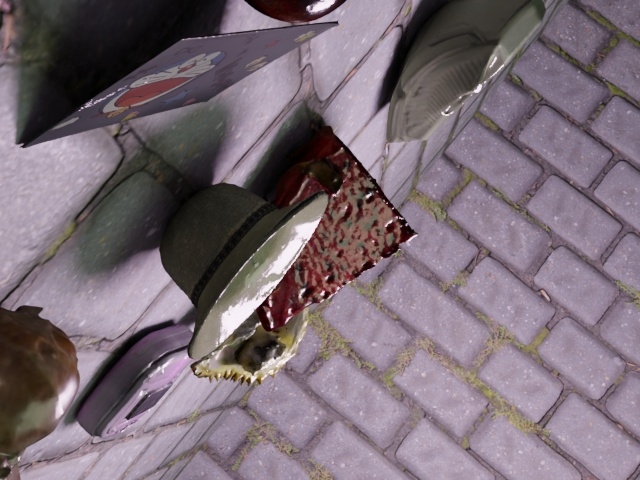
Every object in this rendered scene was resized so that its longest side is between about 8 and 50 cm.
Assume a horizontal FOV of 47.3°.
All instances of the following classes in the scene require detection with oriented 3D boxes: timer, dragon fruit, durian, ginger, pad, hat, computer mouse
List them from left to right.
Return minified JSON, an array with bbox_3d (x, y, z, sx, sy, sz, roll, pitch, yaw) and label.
[{"bbox_3d":[-0.337,0.233,0.590,0.375,0.176,0.256,-55,-174,26],"label":"ginger"},{"bbox_3d":[-0.281,0.221,1.160,0.190,0.069,0.208,-50,173,10],"label":"timer"},{"bbox_3d":[-0.097,-0.130,0.582,0.170,0.006,0.245,-23,-174,30],"label":"pad"},{"bbox_3d":[-0.118,0.006,0.891,0.257,0.130,0.257,-49,172,-10],"label":"hat"},{"bbox_3d":[-0.116,0.149,1.329,0.306,0.172,0.166,-52,169,-31],"label":"durian"},{"bbox_3d":[0.000,0.000,1.139,0.330,0.240,0.302,-58,153,-4],"label":"dragon fruit"},{"bbox_3d":[0.224,-0.319,1.293,0.228,0.145,0.429,-55,-174,-26],"label":"computer mouse"}]

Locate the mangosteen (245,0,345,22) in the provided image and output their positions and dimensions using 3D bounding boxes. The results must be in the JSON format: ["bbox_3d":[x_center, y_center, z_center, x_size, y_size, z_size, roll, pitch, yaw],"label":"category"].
[{"bbox_3d":[-0.003,-0.220,0.523,0.140,0.140,0.140,-50,171,-10],"label":"mangosteen"}]
